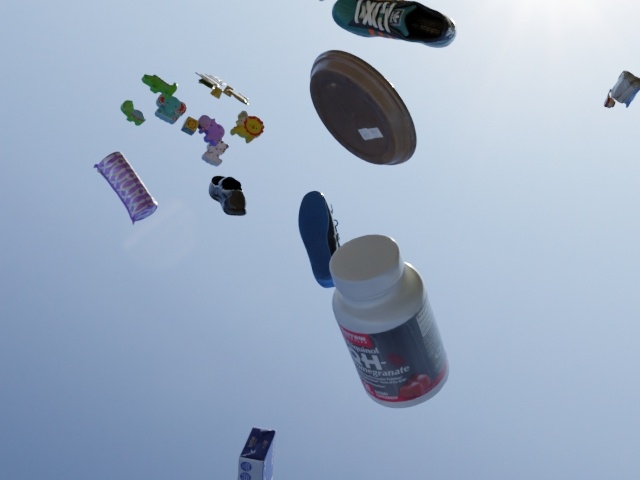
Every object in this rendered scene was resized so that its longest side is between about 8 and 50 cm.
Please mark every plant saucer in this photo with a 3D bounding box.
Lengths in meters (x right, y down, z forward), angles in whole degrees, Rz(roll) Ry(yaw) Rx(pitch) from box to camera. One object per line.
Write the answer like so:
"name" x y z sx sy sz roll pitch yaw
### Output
"plant saucer" 0.076 -0.256 1.907 0.278 0.278 0.041 36 -115 24

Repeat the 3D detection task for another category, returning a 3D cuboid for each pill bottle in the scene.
"pill bottle" 0.123 0.148 1.770 0.176 0.318 0.176 -14 -144 11

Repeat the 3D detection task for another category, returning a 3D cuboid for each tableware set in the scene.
"tableware set" -0.203 -0.309 1.974 0.104 0.024 0.154 34 -169 5

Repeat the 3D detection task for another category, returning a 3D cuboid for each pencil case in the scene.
"pencil case" -0.531 -0.148 2.599 0.088 0.086 0.206 -31 -103 -33

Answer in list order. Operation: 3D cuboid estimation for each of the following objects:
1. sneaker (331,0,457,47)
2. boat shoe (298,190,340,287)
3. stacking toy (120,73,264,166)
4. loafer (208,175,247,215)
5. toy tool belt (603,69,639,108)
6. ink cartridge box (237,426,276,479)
"sneaker" 0.168 -0.520 2.207 0.302 0.108 0.121 12 -175 10
"boat shoe" 0.000 0.000 2.505 0.109 0.258 0.089 -8 173 24
"stacking toy" -0.227 -0.213 1.649 0.221 0.167 0.052 27 -113 -20
"loafer" -0.235 -0.133 2.500 0.080 0.078 0.220 0 -158 -24
"toy tool belt" 0.541 -0.258 1.676 0.051 0.083 0.052 20 -129 -2
"ink cartridge box" -0.114 0.437 1.646 0.046 0.207 0.097 8 -158 8
